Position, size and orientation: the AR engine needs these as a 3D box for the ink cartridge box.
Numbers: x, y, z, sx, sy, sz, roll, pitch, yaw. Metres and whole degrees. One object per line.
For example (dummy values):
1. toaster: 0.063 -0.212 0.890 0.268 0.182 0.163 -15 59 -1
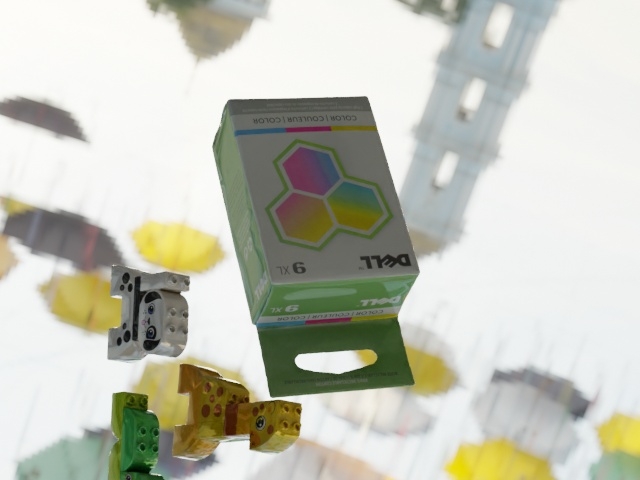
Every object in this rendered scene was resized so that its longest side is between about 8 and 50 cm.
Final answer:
1. ink cartridge box: 0.000 0.000 1.255 0.109 0.062 0.209 -3 -121 -19

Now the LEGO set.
1. LEGO set: -0.065 0.126 1.032 0.093 0.227 0.087 -11 163 44
